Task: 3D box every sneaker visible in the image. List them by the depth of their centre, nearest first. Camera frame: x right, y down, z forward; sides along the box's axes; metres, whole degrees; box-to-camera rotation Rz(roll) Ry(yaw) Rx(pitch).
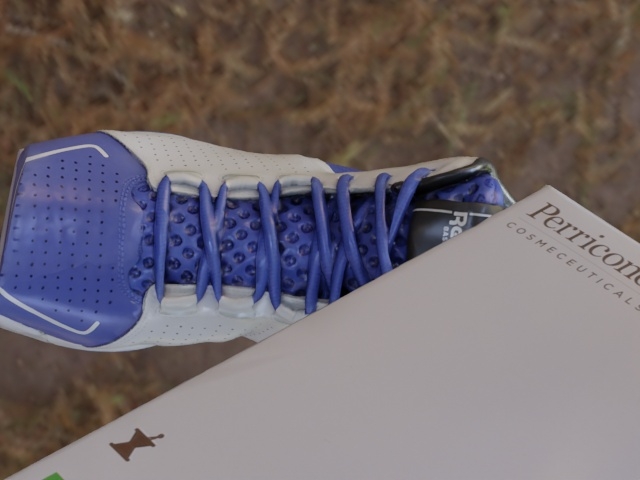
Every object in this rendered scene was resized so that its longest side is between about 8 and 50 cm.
[{"bbox_3d":[0.001,0.000,0.902,0.315,0.127,0.182,9,168,-22],"label":"sneaker"}]

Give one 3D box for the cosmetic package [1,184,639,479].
[{"bbox_3d":[0.019,0.148,0.694,0.365,0.197,0.155,-29,133,-26],"label":"cosmetic package"}]
